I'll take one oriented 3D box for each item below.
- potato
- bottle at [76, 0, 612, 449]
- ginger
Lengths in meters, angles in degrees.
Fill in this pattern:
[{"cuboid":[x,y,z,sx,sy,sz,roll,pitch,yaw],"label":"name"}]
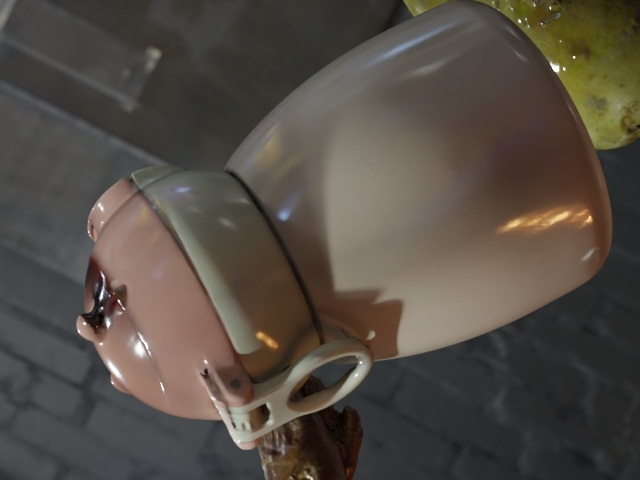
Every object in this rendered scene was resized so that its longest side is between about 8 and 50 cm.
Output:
[{"cuboid":[0.181,-0.203,1.530,0.307,0.210,0.173,36,165,24],"label":"potato"},{"cuboid":[0.000,0.000,0.896,0.147,0.237,0.147,60,169,20],"label":"bottle"},{"cuboid":[-0.005,0.176,1.612,0.073,0.162,0.103,-13,175,19],"label":"ginger"}]
